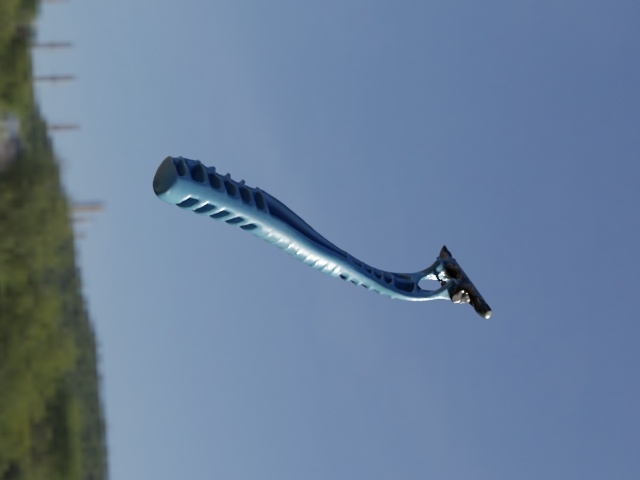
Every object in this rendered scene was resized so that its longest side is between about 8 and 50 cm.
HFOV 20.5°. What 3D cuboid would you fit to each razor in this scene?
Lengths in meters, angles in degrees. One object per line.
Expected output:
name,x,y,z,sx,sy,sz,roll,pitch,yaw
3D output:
razor,0.000,0.000,1.202,0.042,0.253,0.082,-58,-151,17
